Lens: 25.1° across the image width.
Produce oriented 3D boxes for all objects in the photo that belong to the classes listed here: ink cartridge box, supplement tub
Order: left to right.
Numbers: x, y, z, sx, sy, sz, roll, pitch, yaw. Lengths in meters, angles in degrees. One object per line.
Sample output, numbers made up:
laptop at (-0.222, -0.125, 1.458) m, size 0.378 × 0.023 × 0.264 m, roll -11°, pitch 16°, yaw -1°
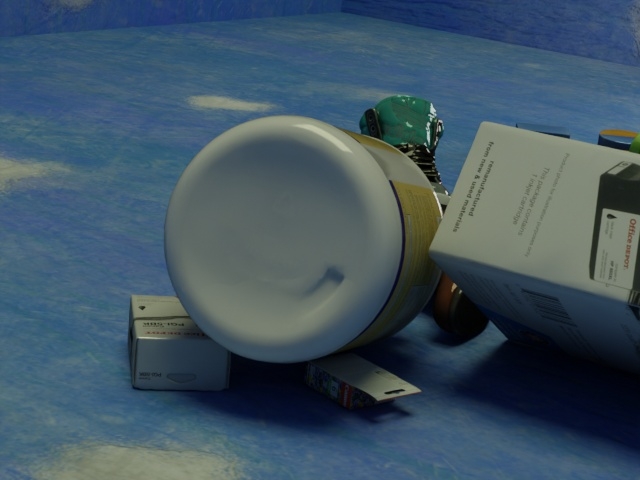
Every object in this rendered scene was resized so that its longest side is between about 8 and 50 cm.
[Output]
ink cartridge box at (-0.149, 0.105, 1.498) m, size 0.099 × 0.056 × 0.135 m, roll 2°, pitch 16°, yaw -11°
supplement tub at (0.000, 0.000, 1.510) m, size 0.241 × 0.241 × 0.331 m, roll 10°, pitch 2°, yaw 16°
ink cartridge box at (0.042, 0.149, 1.459) m, size 0.063 × 0.029 × 0.115 m, roll -7°, pitch 21°, yaw -38°
ink cartridge box at (0.355, 0.040, 1.487) m, size 0.395 × 0.166 × 0.285 m, roll 16°, pitch -14°, yaw 30°

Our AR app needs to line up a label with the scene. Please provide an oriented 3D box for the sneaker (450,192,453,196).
sneaker at (0.214, -0.015, 2.001) m, size 0.122 × 0.110 × 0.283 m, roll -13°, pitch 13°, yaw 19°

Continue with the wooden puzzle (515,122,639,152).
wooden puzzle at (0.458, -0.140, 2.494) m, size 0.322 × 0.080 × 0.348 m, roll 6°, pitch 16°, yaw 2°

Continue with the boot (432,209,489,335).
boot at (0.074, 0.029, 1.769) m, size 0.280 × 0.096 × 0.264 m, roll 2°, pitch 34°, yaw 15°

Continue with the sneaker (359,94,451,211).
sneaker at (0.123, -0.114, 2.001) m, size 0.124 × 0.178 × 0.295 m, roll 8°, pitch -1°, yaw -15°

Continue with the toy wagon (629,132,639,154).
toy wagon at (0.615, -0.086, 2.279) m, size 0.344 × 0.068 × 0.267 m, roll -14°, pitch 43°, yaw -46°
